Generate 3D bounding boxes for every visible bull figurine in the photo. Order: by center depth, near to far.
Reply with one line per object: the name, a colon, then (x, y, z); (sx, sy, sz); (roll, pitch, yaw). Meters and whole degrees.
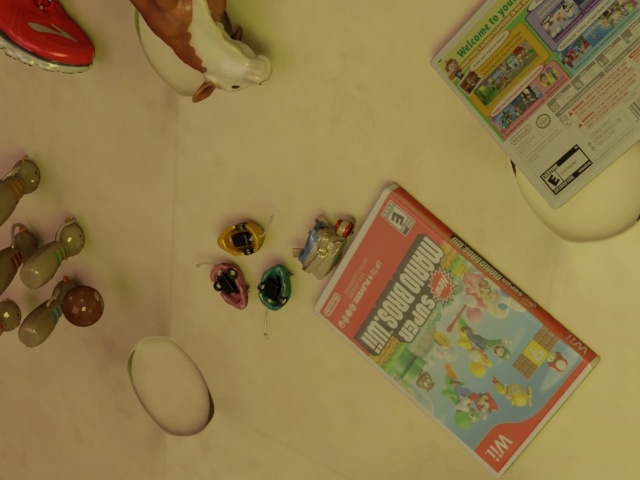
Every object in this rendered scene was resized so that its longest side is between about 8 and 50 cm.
bull figurine: (-0.159, -0.293, 1.290); (0.310, 0.101, 0.188); (54, 161, 12)

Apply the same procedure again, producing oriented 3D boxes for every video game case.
video game case: (0.227, -0.161, 1.135); (0.193, 0.023, 0.212); (51, 132, 7)
video game case: (0.136, 0.100, 1.326); (0.285, 0.025, 0.204); (41, 130, 15)

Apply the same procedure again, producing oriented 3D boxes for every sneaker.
sneaker: (-0.367, -0.317, 1.471); (0.279, 0.107, 0.118); (47, 122, 7)

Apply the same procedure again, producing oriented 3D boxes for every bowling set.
bowling set: (-0.364, 0.055, 1.637); (0.200, 0.154, 0.287); (21, 122, 7)

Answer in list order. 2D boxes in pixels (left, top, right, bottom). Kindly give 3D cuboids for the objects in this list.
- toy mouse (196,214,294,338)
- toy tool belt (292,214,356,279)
toy mouse: (-0.079, 0.046, 1.461); (0.161, 0.031, 0.143); (-13, 102, 41)
toy tool belt: (0.000, 0.000, 1.367); (0.051, 0.052, 0.083); (34, 127, 10)
